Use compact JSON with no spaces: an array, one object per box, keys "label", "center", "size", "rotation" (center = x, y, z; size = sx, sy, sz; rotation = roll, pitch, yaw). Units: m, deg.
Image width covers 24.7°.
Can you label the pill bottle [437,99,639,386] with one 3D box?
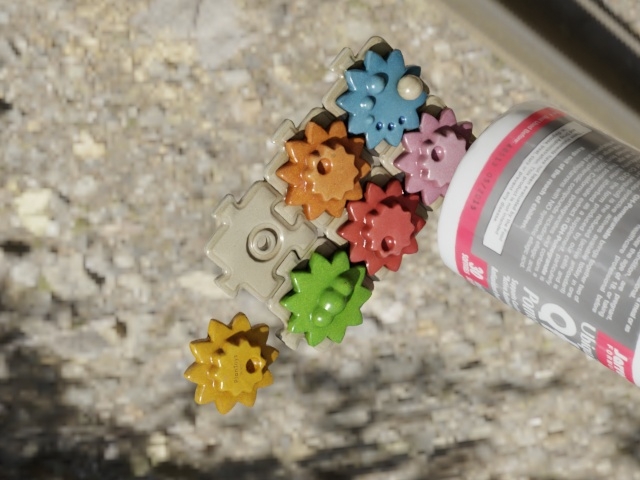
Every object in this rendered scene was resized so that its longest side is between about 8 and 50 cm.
[{"label":"pill bottle","center":[0.271,0.022,1.237],"size":[0.176,0.318,0.176],"rotation":[-36,144,-32]}]

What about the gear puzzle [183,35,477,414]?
[{"label":"gear puzzle","center":[0.000,0.000,1.222],"size":[0.175,0.339,0.044],"rotation":[43,170,-31]}]
